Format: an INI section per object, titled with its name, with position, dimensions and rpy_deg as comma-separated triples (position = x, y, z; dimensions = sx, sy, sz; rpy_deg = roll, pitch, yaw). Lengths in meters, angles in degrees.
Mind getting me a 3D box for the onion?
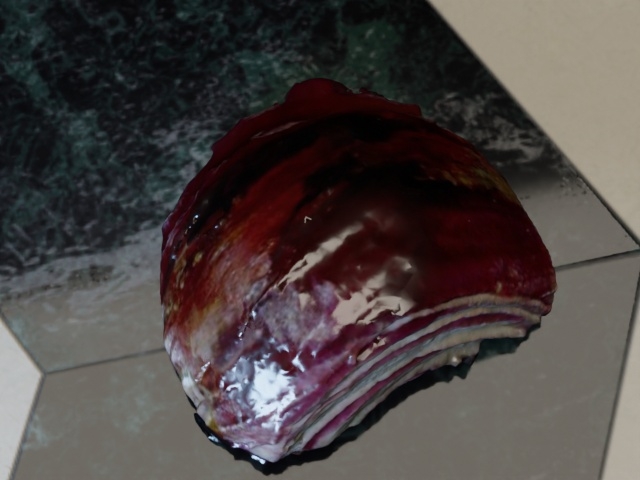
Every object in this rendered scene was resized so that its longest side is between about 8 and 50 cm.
[onion]
position = 0.000, 0.000, 1.227
dimensions = 0.314, 0.146, 0.280
rpy_deg = -33, 73, -5
